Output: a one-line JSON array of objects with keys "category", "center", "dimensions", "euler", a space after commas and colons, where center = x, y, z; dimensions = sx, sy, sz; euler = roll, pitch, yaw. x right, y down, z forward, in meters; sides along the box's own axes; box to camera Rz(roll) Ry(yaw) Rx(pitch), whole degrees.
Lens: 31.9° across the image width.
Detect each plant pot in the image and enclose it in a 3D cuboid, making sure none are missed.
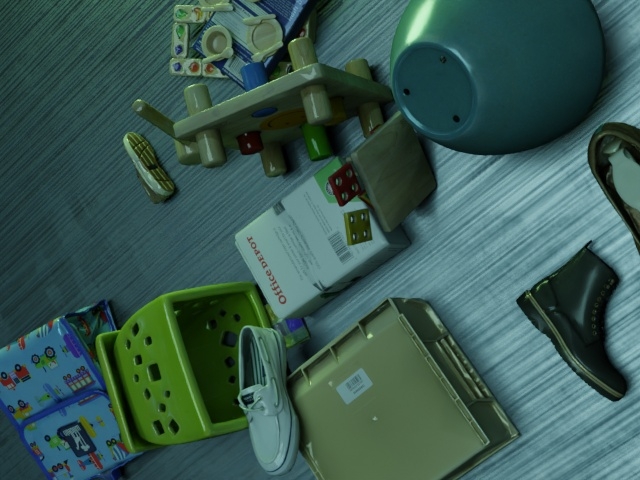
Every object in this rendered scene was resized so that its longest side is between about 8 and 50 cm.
[{"category": "plant pot", "center": [-0.209, 0.208, 1.759], "dimensions": [0.207, 0.228, 0.227], "euler": [-25, 79, 32]}, {"category": "plant pot", "center": [0.205, -0.231, 1.502], "dimensions": [0.290, 0.195, 0.290], "euler": [23, 129, 32]}]

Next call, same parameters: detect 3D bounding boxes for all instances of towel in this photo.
[{"category": "towel", "center": [-0.055, 0.130, 1.797], "dimensions": [0.060, 0.009, 0.083], "euler": [-28, 76, 23]}]

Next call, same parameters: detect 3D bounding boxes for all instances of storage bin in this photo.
[{"category": "storage bin", "center": [0.102, 0.257, 1.651], "dimensions": [0.262, 0.123, 0.260], "euler": [-41, 71, 21]}]

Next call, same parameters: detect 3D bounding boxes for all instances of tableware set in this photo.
[{"category": "tableware set", "center": [-0.130, -0.354, 1.747], "dimensions": [0.141, 0.020, 0.168], "euler": [-10, 88, 26]}]

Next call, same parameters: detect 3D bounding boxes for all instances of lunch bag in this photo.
[{"category": "lunch bag", "center": [-0.421, 0.286, 1.935], "dimensions": [0.221, 0.138, 0.293], "euler": [-28, 89, 23]}]

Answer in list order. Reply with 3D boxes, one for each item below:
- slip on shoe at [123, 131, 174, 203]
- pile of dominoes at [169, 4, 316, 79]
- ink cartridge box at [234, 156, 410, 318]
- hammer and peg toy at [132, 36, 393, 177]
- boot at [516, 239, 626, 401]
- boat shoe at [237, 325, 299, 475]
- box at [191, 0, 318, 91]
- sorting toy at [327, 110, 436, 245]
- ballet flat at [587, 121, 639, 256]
[{"category": "slip on shoe", "center": [-0.300, -0.123, 1.911], "dimensions": [0.041, 0.051, 0.135], "euler": [-44, 76, 32]}, {"category": "pile of dominoes", "center": [-0.131, -0.360, 1.807], "dimensions": [0.251, 0.040, 0.195], "euler": [4, 94, 17]}, {"category": "ink cartridge box", "center": [0.000, 0.000, 1.725], "dimensions": [0.219, 0.093, 0.160], "euler": [-36, 73, 22]}, {"category": "hammer and peg toy", "center": [-0.098, -0.173, 1.683], "dimensions": [0.361, 0.266, 0.127], "euler": [-19, 80, 25]}, {"category": "boot", "center": [0.382, 0.109, 1.540], "dimensions": [0.137, 0.077, 0.198], "euler": [-45, 71, 14]}, {"category": "boat shoe", "center": [-0.090, 0.233, 1.647], "dimensions": [0.083, 0.076, 0.226], "euler": [-28, 57, 30]}, {"category": "box", "center": [-0.093, -0.359, 1.760], "dimensions": [0.136, 0.036, 0.225], "euler": [41, 109, 18]}, {"category": "sorting toy", "center": [0.091, -0.096, 1.630], "dimensions": [0.046, 0.274, 0.132], "euler": [-3, 121, 44]}, {"category": "ballet flat", "center": [0.458, -0.016, 1.471], "dimensions": [0.116, 0.124, 0.342], "euler": [-36, 74, 23]}]
